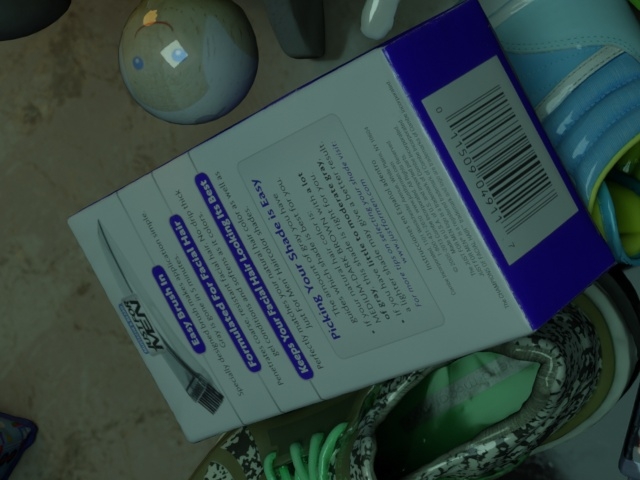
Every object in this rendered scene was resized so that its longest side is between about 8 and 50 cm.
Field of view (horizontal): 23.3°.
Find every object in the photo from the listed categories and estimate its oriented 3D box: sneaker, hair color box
[{"bbox_3d":[0.109,-0.026,1.035,0.319,0.127,0.208,-46,56,30],"label":"sneaker"},{"bbox_3d":[0.028,0.148,1.089,0.410,0.182,0.158,-38,82,18],"label":"sneaker"},{"bbox_3d":[0.000,0.000,1.002,0.339,0.110,0.185,-23,97,45],"label":"hair color box"}]

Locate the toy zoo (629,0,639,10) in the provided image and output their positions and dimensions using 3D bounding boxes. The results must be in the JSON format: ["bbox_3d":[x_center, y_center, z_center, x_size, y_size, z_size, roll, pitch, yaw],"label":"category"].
[{"bbox_3d":[0.302,-0.191,1.015,0.293,0.030,0.192,-49,56,15],"label":"toy zoo"}]

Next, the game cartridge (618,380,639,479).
[{"bbox_3d":[0.341,0.073,1.044,0.230,0.068,0.355,15,98,13],"label":"game cartridge"}]

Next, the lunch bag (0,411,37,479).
[{"bbox_3d":[-0.415,0.157,1.222,0.293,0.221,0.138,26,101,15],"label":"lunch bag"}]

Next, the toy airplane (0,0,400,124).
[{"bbox_3d":[-0.072,-0.194,1.004,0.384,0.386,0.272,11,71,-23],"label":"toy airplane"}]
